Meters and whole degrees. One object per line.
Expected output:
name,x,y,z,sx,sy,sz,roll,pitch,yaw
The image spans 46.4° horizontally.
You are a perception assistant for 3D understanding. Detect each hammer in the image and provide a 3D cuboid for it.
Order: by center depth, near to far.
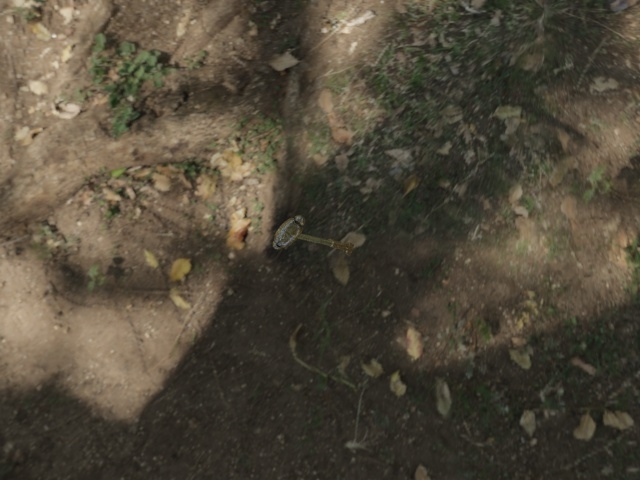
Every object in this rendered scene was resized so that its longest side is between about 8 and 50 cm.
hammer,0.000,0.000,0.545,0.029,0.123,0.014,-47,70,12
